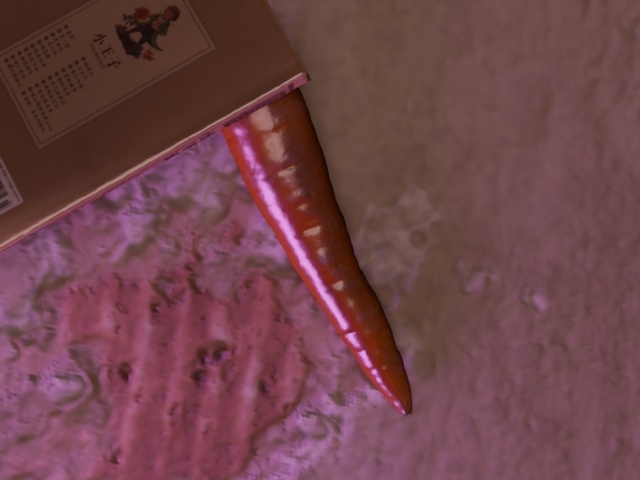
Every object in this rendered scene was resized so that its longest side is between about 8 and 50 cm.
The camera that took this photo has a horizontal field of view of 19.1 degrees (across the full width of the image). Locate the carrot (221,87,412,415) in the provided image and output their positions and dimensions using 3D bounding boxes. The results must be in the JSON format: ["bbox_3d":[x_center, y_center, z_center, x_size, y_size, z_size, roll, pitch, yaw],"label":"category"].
[{"bbox_3d":[0.000,0.000,1.017,0.048,0.048,0.216,-25,99,-1],"label":"carrot"}]

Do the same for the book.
[{"bbox_3d":[-0.122,-0.091,0.991,0.199,0.016,0.138,-29,71,-1],"label":"book"}]
